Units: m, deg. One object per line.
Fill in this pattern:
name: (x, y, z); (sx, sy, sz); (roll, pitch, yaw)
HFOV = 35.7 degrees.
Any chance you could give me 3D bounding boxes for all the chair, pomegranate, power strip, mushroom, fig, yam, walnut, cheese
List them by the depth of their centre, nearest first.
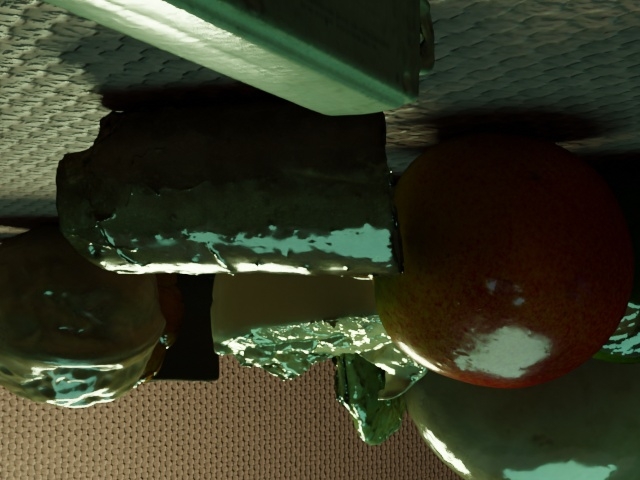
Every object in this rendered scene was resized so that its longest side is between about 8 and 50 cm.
power strip: (-0.035, -0.104, 0.352); (0.052, 0.078, 0.272); (-2, 174, 30)
yam: (-0.057, -0.035, 0.717); (0.238, 0.129, 0.128); (-3, 170, 12)
pomegranate: (0.127, 0.011, 0.823); (0.256, 0.221, 0.221); (10, 174, 5)
fig: (0.271, 0.018, 0.972); (0.244, 0.196, 0.195); (10, 179, 28)
cheese: (0.008, 0.051, 1.077); (0.266, 0.233, 0.127); (-7, 160, 31)
mushroom: (0.277, 0.136, 1.193); (0.362, 0.363, 0.294); (-3, 173, 24)
walnut: (-0.347, 0.105, 1.379); (0.273, 0.273, 0.227); (1, 176, -13)
chair: (-0.254, 0.148, 1.806); (0.416, 0.241, 0.203); (-5, 170, 40)

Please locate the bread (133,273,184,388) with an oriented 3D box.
bread: (-0.348, 0.135, 1.660); (0.232, 0.247, 0.135); (-22, 147, 26)

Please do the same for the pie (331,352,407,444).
pie: (0.066, 0.112, 1.260); (0.071, 0.307, 0.306); (-6, 172, 13)
